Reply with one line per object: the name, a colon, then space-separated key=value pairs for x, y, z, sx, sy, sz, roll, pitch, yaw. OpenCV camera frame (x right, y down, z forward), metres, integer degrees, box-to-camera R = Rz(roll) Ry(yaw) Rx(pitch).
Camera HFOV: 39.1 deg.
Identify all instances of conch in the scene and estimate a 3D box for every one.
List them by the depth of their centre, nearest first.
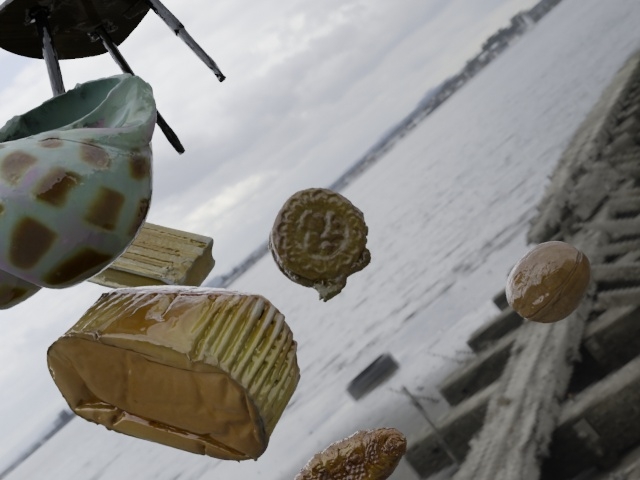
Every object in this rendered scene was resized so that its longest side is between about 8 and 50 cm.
conch: x=-0.339 y=-0.047 z=1.092 sx=0.367 sy=0.249 sz=0.197 roll=-29 pitch=-47 yaw=-24

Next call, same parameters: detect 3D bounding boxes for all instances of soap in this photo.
soap: x=-0.377 y=0.035 z=1.896 sx=0.173 sy=0.274 sz=0.089 roll=-55 pitch=-27 yaw=-52

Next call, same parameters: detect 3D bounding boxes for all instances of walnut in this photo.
walnut: x=0.512 y=0.096 z=2.023 sx=0.207 sy=0.167 sz=0.167 roll=-55 pitch=-5 yaw=27

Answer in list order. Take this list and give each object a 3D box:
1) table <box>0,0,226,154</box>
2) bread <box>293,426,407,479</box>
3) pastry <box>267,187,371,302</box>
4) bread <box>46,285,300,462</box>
table: x=-0.294 y=-0.280 z=1.393 sx=0.317 sy=0.249 sz=0.317 roll=-30 pitch=-9 yaw=-5
bread: x=0.055 y=0.370 z=1.468 sx=0.233 sy=0.105 sz=0.076 roll=-35 pitch=-9 yaw=24
pastry: x=0.000 y=0.000 z=2.064 sx=0.240 sy=0.235 sz=0.132 roll=-45 pitch=-1 yaw=-20
bread: x=-0.170 y=0.143 z=1.092 sx=0.288 sy=0.204 sz=0.156 roll=2 pitch=37 yaw=21
